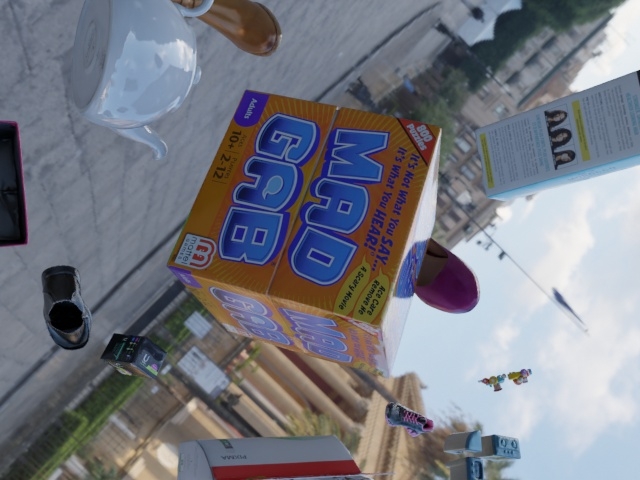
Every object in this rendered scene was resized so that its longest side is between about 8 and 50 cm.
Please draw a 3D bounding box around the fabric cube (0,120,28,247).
[{"bbox_3d":[-0.765,-0.108,1.292,0.258,0.254,0.258,-6,-175,-28],"label":"fabric cube"}]

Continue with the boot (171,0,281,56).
[{"bbox_3d":[-0.228,-0.474,1.237,0.109,0.283,0.220,-51,164,25],"label":"boot"}]

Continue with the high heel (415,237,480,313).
[{"bbox_3d":[0.189,0.025,1.328,0.127,0.181,0.377,-51,-148,1],"label":"high heel"}]

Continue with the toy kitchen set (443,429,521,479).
[{"bbox_3d":[0.340,0.479,1.188,0.122,0.166,0.207,-27,-128,46],"label":"toy kitchen set"}]

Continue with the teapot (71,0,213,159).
[{"bbox_3d":[-0.281,-0.298,1.001,0.187,0.253,0.256,5,162,-36],"label":"teapot"}]

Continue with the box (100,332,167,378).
[{"bbox_3d":[-0.316,0.196,1.047,0.083,0.062,0.052,-1,-127,32],"label":"box"}]

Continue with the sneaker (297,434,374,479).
[{"bbox_3d":[0.050,0.449,1.137,0.105,0.290,0.123,6,118,-41],"label":"sneaker"}]

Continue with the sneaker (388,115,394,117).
[{"bbox_3d":[0.145,-0.189,1.332,0.084,0.097,0.235,-29,169,1],"label":"sneaker"}]

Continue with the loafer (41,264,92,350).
[{"bbox_3d":[-0.452,0.138,1.086,0.080,0.078,0.220,-8,141,-15],"label":"loafer"}]

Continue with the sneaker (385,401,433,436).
[{"bbox_3d":[0.171,0.338,1.172,0.057,0.119,0.047,-16,-128,43],"label":"sneaker"}]

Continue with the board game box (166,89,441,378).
[{"bbox_3d":[0.000,0.000,1.139,0.356,0.356,0.357,72,35,-64],"label":"board game box"}]

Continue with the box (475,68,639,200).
[{"bbox_3d":[0.325,-0.129,0.785,0.244,0.101,0.060,-15,167,41],"label":"box"}]

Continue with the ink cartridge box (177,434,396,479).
[{"bbox_3d":[-0.049,0.248,0.707,0.224,0.180,0.056,-38,-130,55],"label":"ink cartridge box"}]

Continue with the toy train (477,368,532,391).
[{"bbox_3d":[0.562,0.420,1.844,0.166,0.046,0.125,-13,162,0],"label":"toy train"}]
